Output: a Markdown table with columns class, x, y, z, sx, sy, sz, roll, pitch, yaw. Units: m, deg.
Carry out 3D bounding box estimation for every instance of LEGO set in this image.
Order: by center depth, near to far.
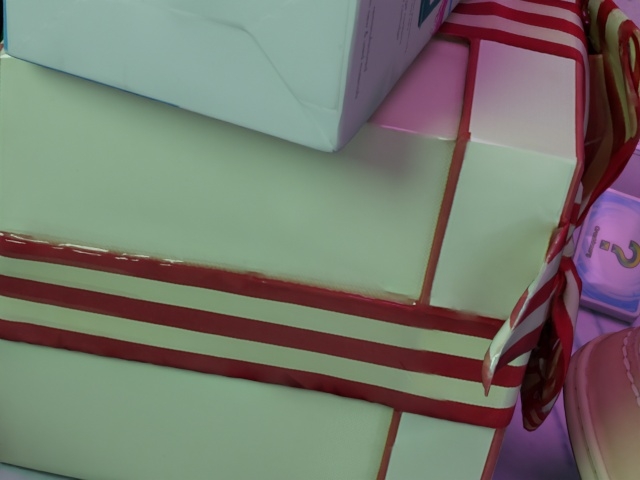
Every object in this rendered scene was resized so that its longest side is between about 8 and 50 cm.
| class | x | y | z | sx | sy | sz | roll | pitch | yaw |
| --- | --- | --- | --- | --- | --- | --- | --- | --- | --- |
| LEGO set | 0.275 | -0.049 | 0.891 | 0.182 | 0.060 | 0.244 | 20 | 73 | -1 |

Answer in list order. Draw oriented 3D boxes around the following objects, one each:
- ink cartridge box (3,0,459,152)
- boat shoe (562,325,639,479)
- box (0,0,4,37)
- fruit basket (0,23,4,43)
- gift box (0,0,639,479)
| class | x | y | z | sx | sy | sz | roll | pitch | yaw |
| --- | --- | --- | --- | --- | --- | --- | --- | --- | --- |
| ink cartridge box | -0.007 | -0.134 | 0.555 | 0.134 | 0.078 | 0.231 | 17 | 37 | 14 |
| boat shoe | 0.232 | 0.159 | 0.624 | 0.121 | 0.110 | 0.341 | -2 | 49 | -39 |
| box | -0.276 | -0.060 | 0.522 | 0.097 | 0.318 | 0.395 | 30 | 38 | 18 |
| fruit basket | -0.110 | -0.251 | 0.793 | 0.392 | 0.392 | 0.283 | 1 | 30 | -25 |
| gift box | 0.000 | 0.000 | 0.652 | 0.258 | 0.255 | 0.276 | 10 | 40 | 1 |
